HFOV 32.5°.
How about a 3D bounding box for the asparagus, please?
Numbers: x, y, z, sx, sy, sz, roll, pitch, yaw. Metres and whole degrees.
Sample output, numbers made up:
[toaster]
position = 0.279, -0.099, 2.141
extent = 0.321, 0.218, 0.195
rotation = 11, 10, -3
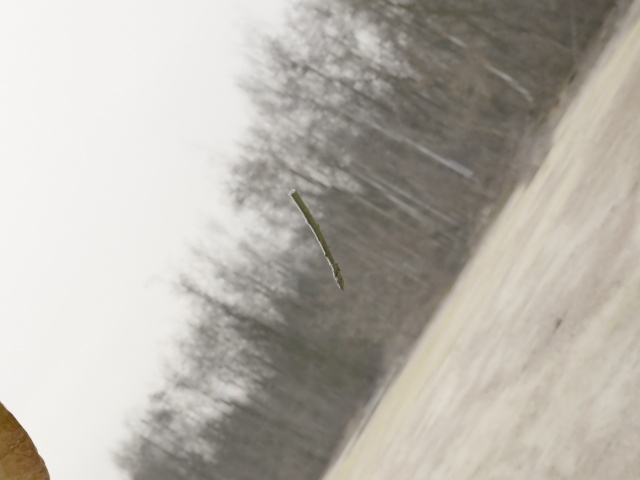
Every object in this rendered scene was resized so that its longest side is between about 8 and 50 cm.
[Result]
[asparagus]
position = 0.000, 0.000, 1.429
extent = 0.016, 0.162, 0.016
rotation = -22, 29, 13

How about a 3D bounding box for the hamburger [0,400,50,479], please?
[hamburger]
position = -0.468, 0.283, 1.214
extent = 0.268, 0.446, 0.286
rotation = -27, -44, -44
